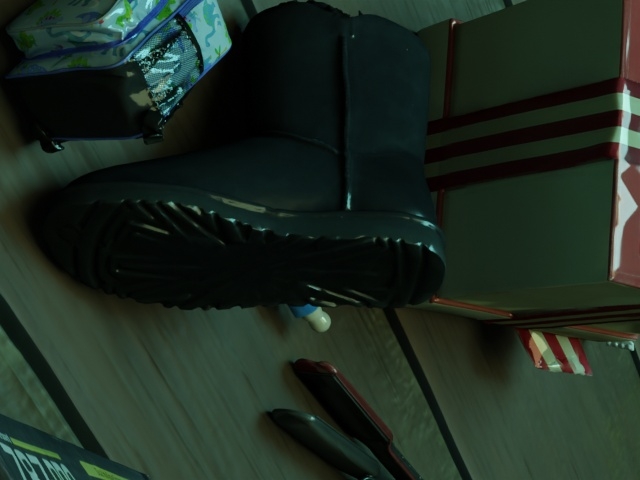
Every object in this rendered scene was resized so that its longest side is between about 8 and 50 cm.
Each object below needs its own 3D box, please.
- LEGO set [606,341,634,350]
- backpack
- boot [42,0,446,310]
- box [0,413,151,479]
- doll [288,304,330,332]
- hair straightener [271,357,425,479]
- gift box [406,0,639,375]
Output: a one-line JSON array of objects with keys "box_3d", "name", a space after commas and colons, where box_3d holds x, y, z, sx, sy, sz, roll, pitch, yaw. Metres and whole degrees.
[{"box_3d": [0.249, -0.018, 1.246, 0.244, 0.060, 0.182, 37, 67, -44], "name": "LEGO set"}, {"box_3d": [-0.111, -0.113, 0.776, 0.114, 0.105, 0.084, -49, 127, -44], "name": "backpack"}, {"box_3d": [-0.043, -0.061, 0.861, 0.094, 0.246, 0.207, 104, -13, -48], "name": "boot"}, {"box_3d": [-0.056, 0.238, 0.579, 0.097, 0.395, 0.318, -31, 78, -6], "name": "box"}, {"box_3d": [0.000, 0.000, 0.956, 0.189, 0.046, 0.129, 6, 85, -50], "name": "doll"}, {"box_3d": [0.030, 0.185, 1.007, 0.230, 0.047, 0.089, 55, 52, -41], "name": "hair straightener"}, {"box_3d": [0.222, -0.035, 1.050, 0.276, 0.258, 0.255, 18, 75, -33], "name": "gift box"}]
